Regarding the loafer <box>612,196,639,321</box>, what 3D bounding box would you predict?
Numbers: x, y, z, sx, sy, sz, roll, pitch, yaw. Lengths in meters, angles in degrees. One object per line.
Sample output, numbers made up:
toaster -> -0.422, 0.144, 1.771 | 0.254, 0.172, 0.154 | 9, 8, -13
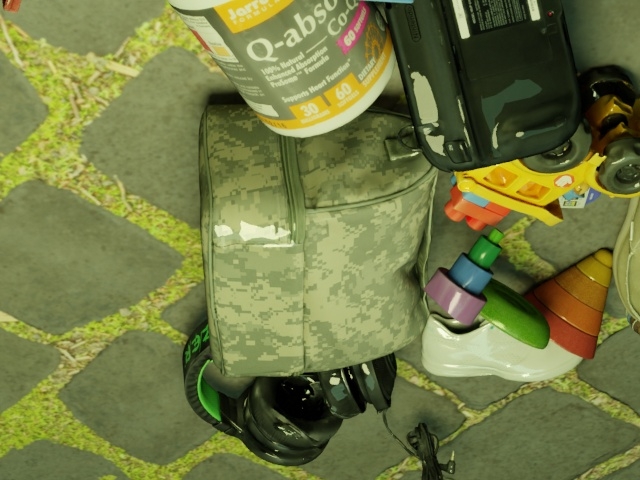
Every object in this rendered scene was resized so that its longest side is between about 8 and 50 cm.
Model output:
loafer -> 0.404, 0.006, 1.734 | 0.102, 0.092, 0.268 | -5, 127, 0

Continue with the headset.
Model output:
headset -> 0.008, 0.209, 1.859 | 0.394, 0.185, 0.243 | 28, 128, -36

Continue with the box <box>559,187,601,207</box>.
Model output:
box -> 0.261, -0.075, 1.704 | 0.136, 0.028, 0.081 | 0, 136, -9

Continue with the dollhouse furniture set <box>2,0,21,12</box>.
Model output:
dollhouse furniture set -> -0.296, -0.402, 1.245 | 0.201, 0.152, 0.374 | 16, 115, -21

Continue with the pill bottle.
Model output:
pill bottle -> -0.055, -0.240, 1.399 | 0.162, 0.162, 0.278 | -23, 134, 18

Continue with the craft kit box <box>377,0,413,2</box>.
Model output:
craft kit box -> -0.024, -0.332, 1.252 | 0.250, 0.061, 0.246 | -1, 108, -28

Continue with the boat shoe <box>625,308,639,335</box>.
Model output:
boat shoe -> 0.478, 0.126, 1.908 | 0.183, 0.066, 0.066 | 12, 134, -18

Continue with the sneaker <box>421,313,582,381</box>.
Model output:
sneaker -> 0.235, 0.123, 1.880 | 0.212, 0.080, 0.094 | -3, 125, -2

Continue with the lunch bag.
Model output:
lunch bag -> 0.000, 0.000, 1.619 | 0.256, 0.212, 0.305 | -2, 137, -3

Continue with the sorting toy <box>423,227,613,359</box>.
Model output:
sorting toy -> 0.254, 0.046, 1.725 | 0.365, 0.127, 0.126 | 16, 112, -55

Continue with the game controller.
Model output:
game controller -> 0.146, -0.226, 1.415 | 0.166, 0.067, 0.319 | -16, 104, -2

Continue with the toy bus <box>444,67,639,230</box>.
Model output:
toy bus -> 0.238, -0.087, 1.594 | 0.220, 0.149, 0.211 | 19, 129, -24
